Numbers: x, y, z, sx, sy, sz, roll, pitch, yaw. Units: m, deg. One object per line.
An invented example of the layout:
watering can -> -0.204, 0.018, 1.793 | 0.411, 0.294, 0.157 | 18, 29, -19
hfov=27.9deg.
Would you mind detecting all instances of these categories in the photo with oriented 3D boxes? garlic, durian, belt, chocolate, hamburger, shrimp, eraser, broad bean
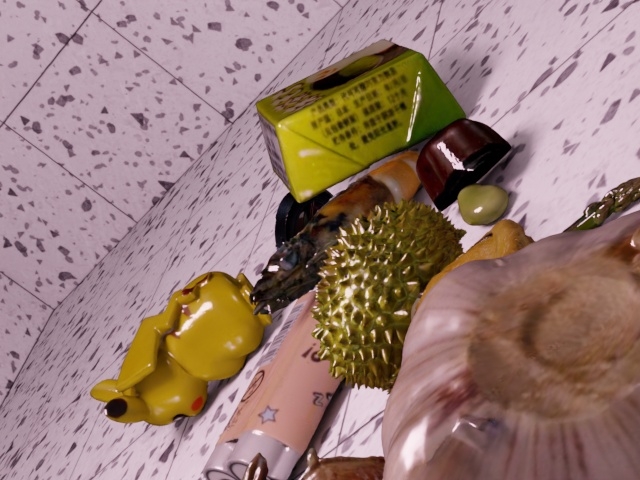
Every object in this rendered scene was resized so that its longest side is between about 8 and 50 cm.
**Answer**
garlic -> 0.188, 0.123, 0.884 | 0.322, 0.241, 0.322 | -34, 16, 11
durian -> 0.080, 0.065, 1.473 | 0.200, 0.177, 0.237 | 103, 176, -45
belt -> -0.020, -0.019, 2.063 | 0.058, 0.105, 0.140 | -8, 71, 63
chocolate -> 0.047, -0.200, 2.051 | 0.289, 0.137, 0.301 | -27, 15, -3
hamburger -> 0.179, 0.075, 1.291 | 0.177, 0.113, 0.185 | -6, 55, 62
shrimp -> 0.000, 0.000, 1.837 | 0.272, 0.085, 0.445 | -38, 3, 38
chocolate -> 0.183, -0.116, 1.672 | 0.125, 0.080, 0.148 | -39, -9, -18
eraser -> -0.039, 0.195, 1.685 | 0.171, 0.087, 0.290 | -32, 24, 56
broad bean -> 0.202, -0.044, 1.608 | 0.063, 0.045, 0.083 | -41, 21, -8

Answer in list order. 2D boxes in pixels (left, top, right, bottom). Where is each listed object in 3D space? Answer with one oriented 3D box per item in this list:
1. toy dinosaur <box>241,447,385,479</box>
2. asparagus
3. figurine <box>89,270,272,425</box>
toy dinosaur -> -0.023, 0.335, 1.279 | 0.207, 0.113, 0.327 | 29, 103, 39
asparagus -> 0.258, 0.003, 1.353 | 0.236, 0.027, 0.034 | -44, 22, 27
figurine -> -0.224, 0.188, 2.081 | 0.326, 0.169, 0.218 | -51, 10, 2
